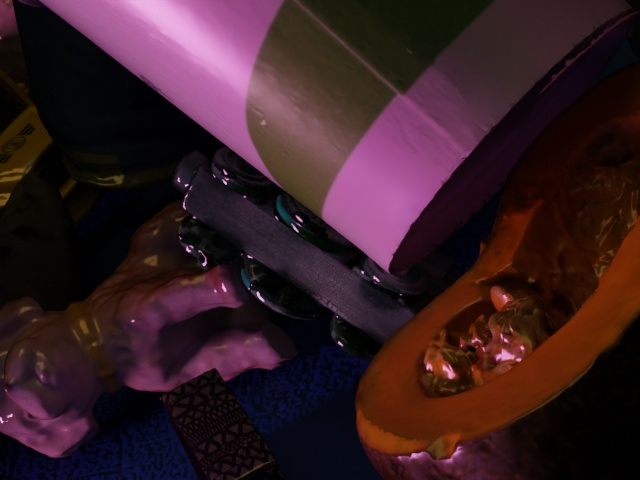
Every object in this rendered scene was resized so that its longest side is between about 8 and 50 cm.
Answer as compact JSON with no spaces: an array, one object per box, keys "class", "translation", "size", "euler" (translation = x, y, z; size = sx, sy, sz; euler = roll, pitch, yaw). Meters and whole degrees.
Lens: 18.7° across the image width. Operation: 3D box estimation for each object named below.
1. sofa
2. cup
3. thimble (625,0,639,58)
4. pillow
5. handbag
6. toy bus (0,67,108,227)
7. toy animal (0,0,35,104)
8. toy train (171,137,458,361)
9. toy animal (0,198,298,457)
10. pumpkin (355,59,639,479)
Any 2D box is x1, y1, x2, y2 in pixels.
[{"class":"sofa","translation":[-0.046,0.122,1.046],"size":[0.039,0.060,0.118],"euler":[-26,27,-8]},{"class":"cup","translation":[0.005,-0.137,1.029],"size":[0.253,0.274,0.253],"euler":[-43,-11,-10]},{"class":"thimble","translation":[0.286,-0.147,1.026],"size":[0.250,0.205,0.172],"euler":[15,50,45]},{"class":"pillow","translation":[-0.197,0.052,1.266],"size":[0.051,0.093,0.241],"euler":[-37,21,35]},{"class":"handbag","translation":[-0.075,-0.180,1.299],"size":[0.263,0.241,0.222],"euler":[-9,15,-11]},{"class":"toy bus","translation":[-0.309,-0.051,1.468],"size":[0.330,0.152,0.144],"euler":[-5,36,38]},{"class":"toy animal","translation":[-0.213,-0.186,1.563],"size":[0.358,0.188,0.226],"euler":[-7,46,34]},{"class":"toy train","translation":[0.000,0.000,1.109],"size":[0.071,0.178,0.104],"euler":[-61,-10,26]},{"class":"toy animal","translation":[-0.127,0.045,1.207],"size":[0.185,0.104,0.184],"euler":[-32,30,6]},{"class":"pumpkin","translation":[0.167,0.034,0.910],"size":[0.222,0.139,0.317],"euler":[-5,33,45]}]
